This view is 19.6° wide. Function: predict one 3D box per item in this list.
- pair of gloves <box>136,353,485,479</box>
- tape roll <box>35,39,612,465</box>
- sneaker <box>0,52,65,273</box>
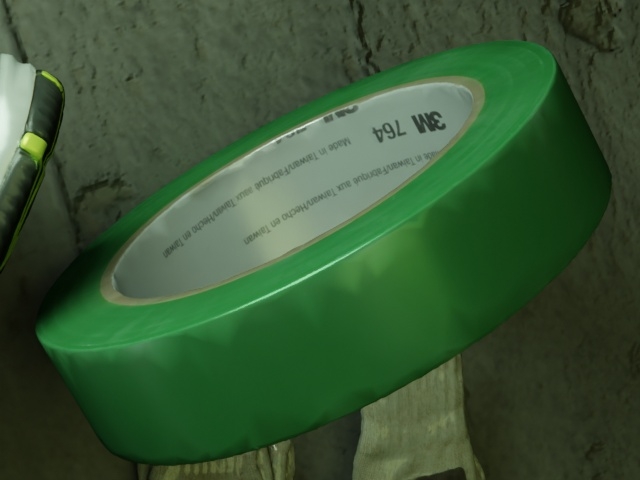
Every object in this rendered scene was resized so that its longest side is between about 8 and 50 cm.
[{"bbox_3d":[-0.004,0.168,1.188,0.240,0.042,0.204,-14,105,-20],"label":"pair of gloves"},{"bbox_3d":[0.000,0.000,1.022,0.321,0.321,0.077,-35,107,-21],"label":"tape roll"},{"bbox_3d":[-0.276,0.062,1.005,0.147,0.145,0.385,25,84,-6],"label":"sneaker"}]
